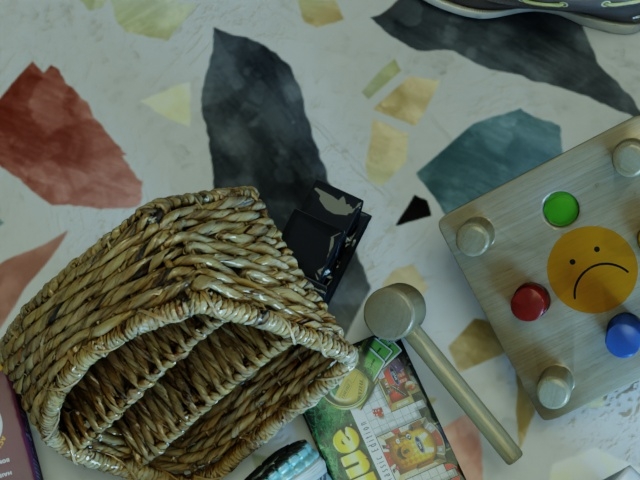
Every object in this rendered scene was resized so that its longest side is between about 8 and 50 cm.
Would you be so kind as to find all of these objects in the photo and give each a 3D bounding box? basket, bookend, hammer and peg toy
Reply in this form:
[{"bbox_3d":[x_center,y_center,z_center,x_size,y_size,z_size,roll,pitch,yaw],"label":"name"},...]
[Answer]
[{"bbox_3d":[-0.153,0.119,1.336,0.213,0.299,0.223,-11,66,-54],"label":"basket"},{"bbox_3d":[0.000,0.000,1.483,0.072,0.156,0.157,25,71,4],"label":"bookend"},{"bbox_3d":[0.249,0.061,1.464,0.361,0.127,0.266,-29,91,17],"label":"hammer and peg toy"}]

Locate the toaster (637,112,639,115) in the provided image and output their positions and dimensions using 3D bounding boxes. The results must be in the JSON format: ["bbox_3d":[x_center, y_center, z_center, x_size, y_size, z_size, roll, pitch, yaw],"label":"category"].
[{"bbox_3d":[0.431,-0.058,1.560,0.168,0.110,0.185,13,72,1],"label":"toaster"}]

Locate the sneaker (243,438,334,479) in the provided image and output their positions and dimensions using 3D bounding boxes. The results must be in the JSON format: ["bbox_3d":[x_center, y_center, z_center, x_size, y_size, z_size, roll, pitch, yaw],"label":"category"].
[{"bbox_3d":[-0.083,0.338,1.394,0.283,0.110,0.122,-41,91,-11],"label":"sneaker"}]

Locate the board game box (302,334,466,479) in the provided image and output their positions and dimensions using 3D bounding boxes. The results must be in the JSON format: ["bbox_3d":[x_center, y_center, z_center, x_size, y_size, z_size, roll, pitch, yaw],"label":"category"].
[{"bbox_3d":[0.073,0.236,1.479,0.136,0.030,0.259,-23,75,-9],"label":"board game box"}]

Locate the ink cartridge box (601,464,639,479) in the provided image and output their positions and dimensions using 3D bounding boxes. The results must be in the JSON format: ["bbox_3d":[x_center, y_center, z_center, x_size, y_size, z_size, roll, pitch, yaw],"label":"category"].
[{"bbox_3d":[0.338,0.402,1.398,0.198,0.115,0.273,-41,79,-15],"label":"ink cartridge box"}]

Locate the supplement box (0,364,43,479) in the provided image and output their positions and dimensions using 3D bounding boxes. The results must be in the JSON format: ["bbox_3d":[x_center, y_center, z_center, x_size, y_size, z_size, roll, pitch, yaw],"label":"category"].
[{"bbox_3d":[-0.349,0.233,1.419,0.104,0.081,0.188,-16,74,-10],"label":"supplement box"}]

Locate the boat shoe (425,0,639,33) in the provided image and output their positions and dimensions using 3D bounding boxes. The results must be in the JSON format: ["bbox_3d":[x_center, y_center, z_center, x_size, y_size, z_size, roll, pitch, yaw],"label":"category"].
[{"bbox_3d":[0.258,-0.327,1.641,0.324,0.096,0.116,10,72,-1],"label":"boat shoe"}]
